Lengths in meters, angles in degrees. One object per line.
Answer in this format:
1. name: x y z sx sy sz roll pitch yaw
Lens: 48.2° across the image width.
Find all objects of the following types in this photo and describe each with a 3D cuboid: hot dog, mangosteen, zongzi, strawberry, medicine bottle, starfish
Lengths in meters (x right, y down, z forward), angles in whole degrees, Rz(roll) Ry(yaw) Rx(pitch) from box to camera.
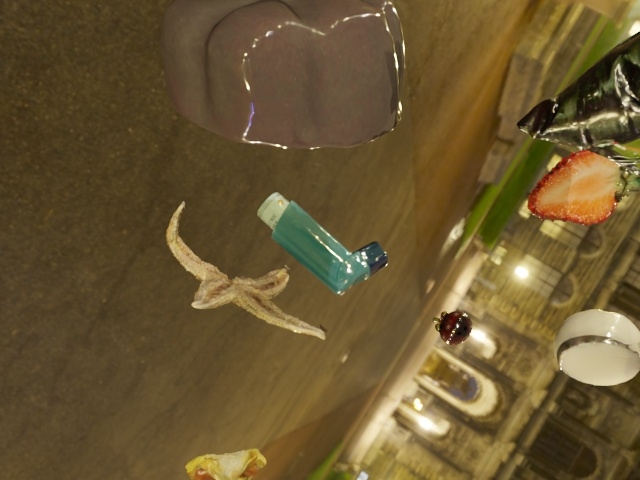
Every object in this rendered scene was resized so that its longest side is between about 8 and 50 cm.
1. hot dog: -0.175 0.448 1.383 0.168 0.061 0.078 0 113 -27
2. mangosteen: 0.301 0.193 1.605 0.081 0.081 0.081 -55 167 -18
3. zongzi: 0.510 -0.206 0.904 0.383 0.319 0.362 -2 167 -37
4. strawberry: 0.591 -0.130 1.627 0.106 0.286 0.188 -128 -155 -70
5. medicine bottle: 0.000 0.000 1.391 0.124 0.258 0.079 -49 173 -19
6. starfish: -0.165 0.079 1.505 0.132 0.398 0.384 -54 -149 1

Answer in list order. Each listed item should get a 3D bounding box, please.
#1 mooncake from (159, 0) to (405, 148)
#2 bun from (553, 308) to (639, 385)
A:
1. mooncake: -0.032 -0.181 0.706 0.245 0.244 0.133 -45 141 -49
2. bun: 0.556 0.203 1.430 0.173 0.172 0.120 107 3 -49
